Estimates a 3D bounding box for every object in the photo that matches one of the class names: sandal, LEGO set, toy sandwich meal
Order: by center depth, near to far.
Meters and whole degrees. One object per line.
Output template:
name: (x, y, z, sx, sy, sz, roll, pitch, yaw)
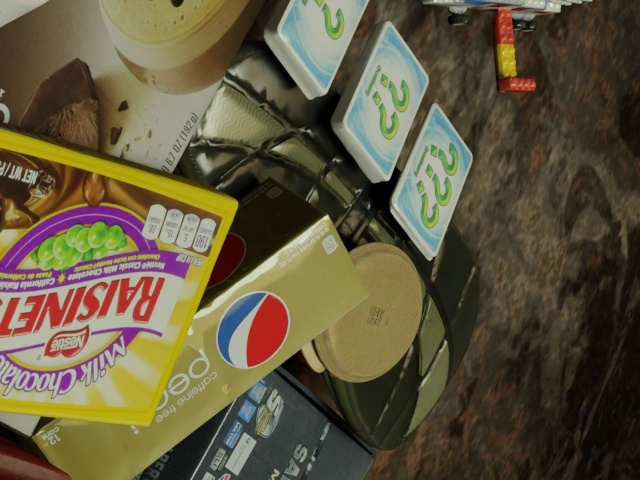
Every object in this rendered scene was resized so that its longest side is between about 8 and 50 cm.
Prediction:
toy sandwich meal: (0.019, 0.039, 0.979, 0.085, 0.029, 0.086, -12, 109, -38)
LEGO set: (0.074, -0.139, 1.007, 0.182, 0.060, 0.244, 52, 48, -36)
sandal: (0.000, -0.002, 1.029, 0.120, 0.086, 0.303, -48, 129, -20)

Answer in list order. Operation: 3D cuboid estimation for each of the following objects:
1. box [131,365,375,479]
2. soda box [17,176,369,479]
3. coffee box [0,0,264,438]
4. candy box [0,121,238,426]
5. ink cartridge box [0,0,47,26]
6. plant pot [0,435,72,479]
box: (-0.072, 0.184, 1.044, 0.233, 0.059, 0.183, -60, 149, -12)
soda box: (-0.069, 0.050, 0.904, 0.181, 0.061, 0.058, -38, 125, -14)
coffee box: (-0.129, -0.092, 0.728, 0.297, 0.118, 0.168, -62, 149, -10)
candy box: (-0.112, 0.013, 0.677, 0.206, 0.027, 0.105, 15, 100, -58)
ink cartridge box: (-0.203, -0.151, 0.524, 0.237, 0.100, 0.172, 10, 60, -58)
plant pot: (-0.202, 0.184, 0.627, 0.272, 0.272, 0.265, 27, 88, -59)
